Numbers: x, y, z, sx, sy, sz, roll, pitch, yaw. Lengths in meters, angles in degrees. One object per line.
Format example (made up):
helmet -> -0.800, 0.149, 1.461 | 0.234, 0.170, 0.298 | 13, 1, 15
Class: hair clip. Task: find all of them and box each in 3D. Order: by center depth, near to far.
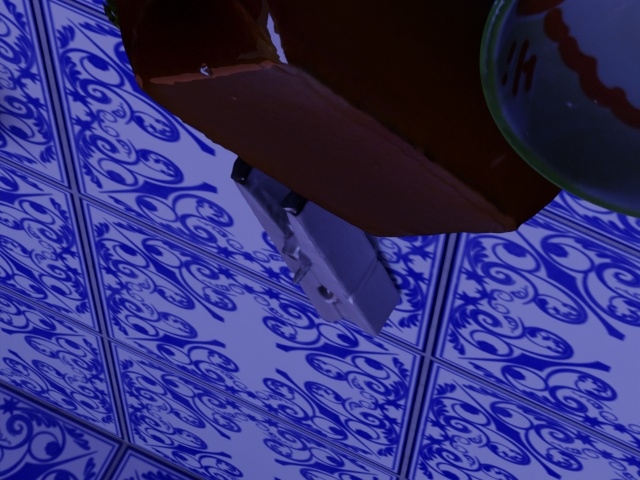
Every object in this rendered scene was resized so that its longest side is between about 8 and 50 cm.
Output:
hair clip -> -0.002, 0.004, 2.152 | 0.101, 0.085, 0.331 | 19, 157, 27

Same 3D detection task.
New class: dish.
dish -> 0.281, -0.160, 1.393 | 0.324, 0.124, 0.324 | 6, 141, 5

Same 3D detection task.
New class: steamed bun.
steamed bun -> 0.039, -0.176, 1.505 | 0.235, 0.248, 0.379 | -2, 154, 46

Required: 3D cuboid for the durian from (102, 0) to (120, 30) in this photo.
durian -> -0.129, -0.213, 1.848 | 0.215, 0.086, 0.100 | 32, -177, 28
